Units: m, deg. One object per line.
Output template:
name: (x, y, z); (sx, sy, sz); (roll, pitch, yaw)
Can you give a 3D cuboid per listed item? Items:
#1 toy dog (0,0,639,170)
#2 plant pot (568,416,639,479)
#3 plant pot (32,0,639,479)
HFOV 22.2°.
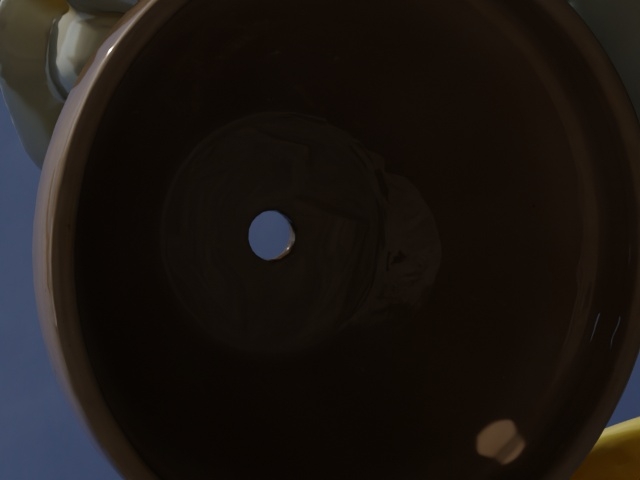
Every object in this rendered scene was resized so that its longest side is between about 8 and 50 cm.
toy dog: (0.077, -0.151, 0.751); (0.408, 0.395, 0.284); (18, -111, 12)
plant pot: (0.171, 0.256, 0.886); (0.254, 0.254, 0.239); (-31, -85, 10)
plant pot: (0.000, 0.000, 0.618); (0.237, 0.110, 0.237); (-2, -84, -23)
